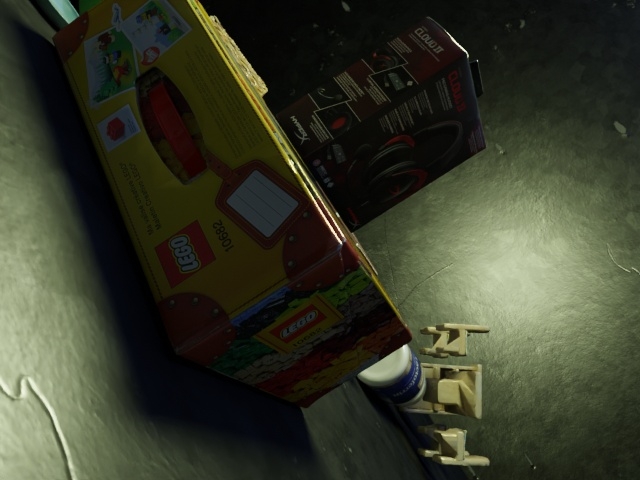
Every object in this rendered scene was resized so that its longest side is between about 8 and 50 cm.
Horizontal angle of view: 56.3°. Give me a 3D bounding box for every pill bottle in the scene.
[{"bbox_3d":[0.192,0.349,1.600,0.153,0.153,0.264,60,5,37],"label":"pill bottle"}]

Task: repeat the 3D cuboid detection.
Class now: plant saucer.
[{"bbox_3d":[-0.389,-0.344,0.876,0.119,0.021,0.119,56,4,-5],"label":"plant saucer"}]

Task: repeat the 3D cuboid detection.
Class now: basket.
[{"bbox_3d":[-0.357,-0.494,1.845,0.299,0.223,0.213,53,37,-13],"label":"basket"}]

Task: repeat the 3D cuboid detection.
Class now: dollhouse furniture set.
[{"bbox_3d":[0.412,0.445,1.759,0.394,0.257,0.361,131,-37,-74],"label":"dollhouse furniture set"}]

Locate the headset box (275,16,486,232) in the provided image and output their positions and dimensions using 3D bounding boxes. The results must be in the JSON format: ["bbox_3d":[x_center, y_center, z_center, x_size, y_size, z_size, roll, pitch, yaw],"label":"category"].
[{"bbox_3d":[0.114,-0.174,0.911,0.110,0.293,0.218,59,3,36],"label":"headset box"}]

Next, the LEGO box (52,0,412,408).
[{"bbox_3d":[-0.109,-0.061,0.815,0.500,0.193,0.372,59,4,30],"label":"LEGO box"}]

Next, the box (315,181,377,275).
[{"bbox_3d":[0.000,0.000,1.732,0.143,0.191,0.381,55,4,-35],"label":"box"}]

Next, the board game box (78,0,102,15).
[{"bbox_3d":[-0.381,-0.511,1.171,0.242,0.064,0.316,50,30,-71],"label":"board game box"}]
